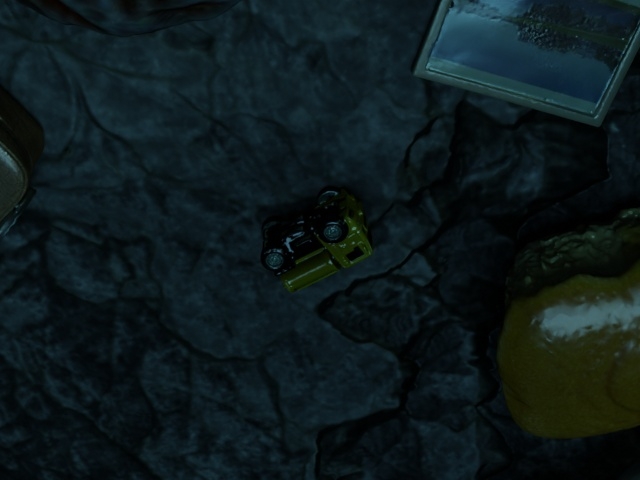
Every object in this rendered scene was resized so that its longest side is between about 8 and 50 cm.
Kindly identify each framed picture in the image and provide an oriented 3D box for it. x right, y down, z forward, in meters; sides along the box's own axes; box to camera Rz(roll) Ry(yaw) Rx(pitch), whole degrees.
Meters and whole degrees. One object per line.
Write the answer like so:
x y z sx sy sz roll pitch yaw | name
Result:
0.150 -0.145 0.686 0.149 0.011 0.109 13 121 -11 | framed picture

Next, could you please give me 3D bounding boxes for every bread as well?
0.253 0.064 0.760 0.245 0.121 0.174 -12 121 3 | bread

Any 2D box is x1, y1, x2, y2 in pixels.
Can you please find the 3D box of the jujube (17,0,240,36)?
-0.093 -0.268 0.480 0.226 0.226 0.317 5 123 -5 | jujube

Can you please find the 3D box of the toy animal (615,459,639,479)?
0.334 0.295 0.872 0.247 0.183 0.310 -38 116 20 | toy animal

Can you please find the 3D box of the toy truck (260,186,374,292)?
0.000 0.000 0.750 0.083 0.049 0.054 -27 121 15 | toy truck

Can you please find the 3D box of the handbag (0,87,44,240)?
-0.295 -0.040 0.700 0.193 0.072 0.151 -38 117 18 | handbag
